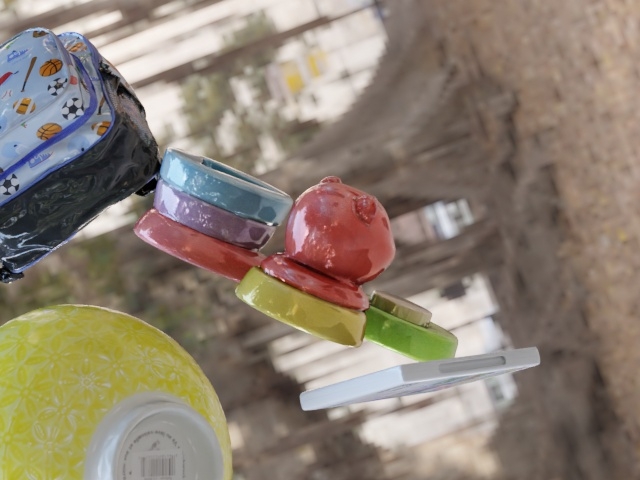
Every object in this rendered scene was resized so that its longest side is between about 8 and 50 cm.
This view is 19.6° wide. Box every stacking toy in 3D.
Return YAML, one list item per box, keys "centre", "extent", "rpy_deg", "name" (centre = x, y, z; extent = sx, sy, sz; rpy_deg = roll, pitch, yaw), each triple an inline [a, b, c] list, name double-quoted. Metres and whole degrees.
- centre: [0.000, 0.000, 1.743]
  extent: [0.279, 0.130, 0.309]
  rpy_deg: [19, -174, -44]
  name: "stacking toy"

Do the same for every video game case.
- centre: [0.082, 0.117, 1.565]
  extent: [0.157, 0.143, 0.019]
  rpy_deg: [-23, 75, 55]
  name: "video game case"

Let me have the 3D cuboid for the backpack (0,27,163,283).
- centre: [-0.331, -0.124, 2.204]
  extent: [0.213, 0.276, 0.263]
  rpy_deg: [58, -175, -31]
  name: "backpack"

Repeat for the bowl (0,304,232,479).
- centre: [-0.174, 0.197, 1.598]
  extent: [0.156, 0.289, 0.289]
  rpy_deg: [-5, 111, 49]
  name: "bowl"
